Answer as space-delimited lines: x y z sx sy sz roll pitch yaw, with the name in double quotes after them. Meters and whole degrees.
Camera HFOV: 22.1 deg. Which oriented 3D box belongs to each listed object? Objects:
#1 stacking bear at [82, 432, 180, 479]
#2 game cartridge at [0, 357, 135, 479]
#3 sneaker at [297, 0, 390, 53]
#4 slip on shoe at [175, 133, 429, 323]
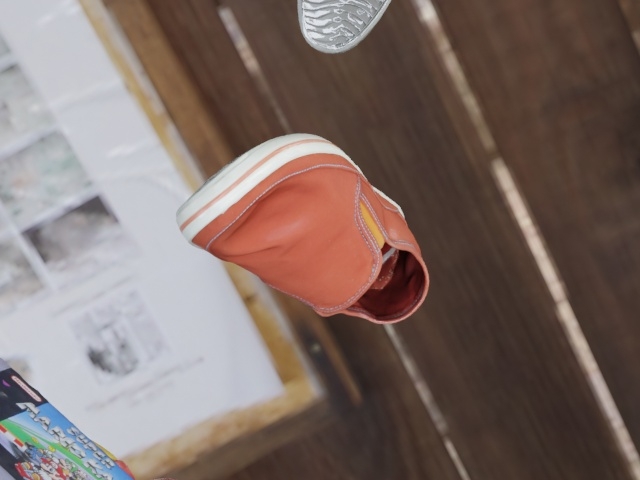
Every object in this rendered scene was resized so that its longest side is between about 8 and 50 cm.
-0.232 0.243 1.490 0.289 0.175 0.164 17 29 17 "stacking bear"
-0.157 0.174 0.877 0.068 0.355 0.230 -54 -12 20 "game cartridge"
0.042 -0.261 1.423 0.083 0.222 0.118 18 -2 4 "sneaker"
0.000 0.000 1.275 0.123 0.101 0.331 -40 -24 12 "slip on shoe"
